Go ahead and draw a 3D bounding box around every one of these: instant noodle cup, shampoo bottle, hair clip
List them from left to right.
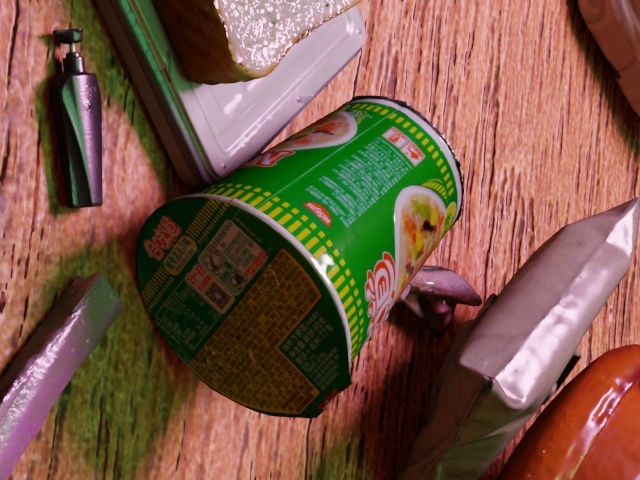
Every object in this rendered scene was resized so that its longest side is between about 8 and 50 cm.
[{"bbox_3d":[-0.186,-0.094,1.455,0.048,0.027,0.137,-8,94,-55],"label":"shampoo bottle"},{"bbox_3d":[0.000,0.000,1.543,0.233,0.207,0.207,-42,121,-43],"label":"instant noodle cup"},{"bbox_3d":[0.060,0.019,1.744,0.300,0.069,0.173,31,59,-48],"label":"hair clip"}]

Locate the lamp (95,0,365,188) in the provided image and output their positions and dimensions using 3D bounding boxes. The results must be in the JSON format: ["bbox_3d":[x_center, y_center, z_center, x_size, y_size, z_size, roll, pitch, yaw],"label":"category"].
[{"bbox_3d":[-0.079,-0.215,1.589,0.266,0.047,0.269,-49,125,-40],"label":"lamp"}]

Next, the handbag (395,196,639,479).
[{"bbox_3d":[0.181,0.112,1.796,0.316,0.109,0.253,-49,170,-42],"label":"handbag"}]

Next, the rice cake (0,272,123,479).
[{"bbox_3d":[-0.210,0.106,1.405,0.047,0.036,0.206,52,48,-25],"label":"rice cake"}]

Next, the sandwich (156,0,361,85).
[{"bbox_3d":[-0.053,-0.242,1.532,0.215,0.065,0.186,-40,119,-43],"label":"sandwich"}]

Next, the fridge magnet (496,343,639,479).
[{"bbox_3d":[0.248,0.269,1.844,0.363,0.155,0.363,-52,160,-29],"label":"fridge magnet"}]

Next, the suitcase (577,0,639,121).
[{"bbox_3d":[0.437,-0.325,2.170,0.339,0.194,0.351,55,47,-33],"label":"suitcase"}]
